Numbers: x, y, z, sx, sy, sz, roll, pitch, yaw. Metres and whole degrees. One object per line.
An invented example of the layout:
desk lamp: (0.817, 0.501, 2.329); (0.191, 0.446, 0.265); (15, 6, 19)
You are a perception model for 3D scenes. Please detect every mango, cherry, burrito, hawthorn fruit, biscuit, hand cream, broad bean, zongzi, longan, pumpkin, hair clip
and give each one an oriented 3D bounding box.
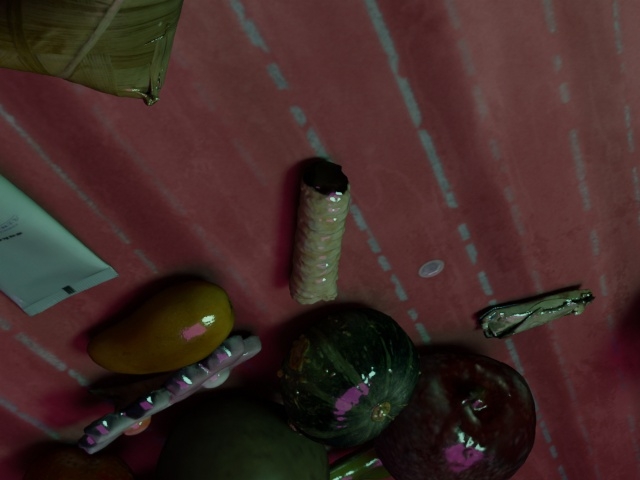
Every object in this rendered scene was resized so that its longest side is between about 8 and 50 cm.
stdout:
mango: (-0.180, 0.109, 1.118); (0.184, 0.084, 0.102); (-28, 144, 17)
cherry: (0.186, 0.271, 1.412); (0.230, 0.202, 0.300); (-7, 155, -22)
burrito: (0.307, 0.104, 1.392); (0.171, 0.042, 0.051); (-17, 146, -11)
hawthorn fruit: (-0.321, 0.377, 1.277); (0.179, 0.200, 0.179); (14, 151, 8)
biscuit: (0.000, 0.000, 1.091); (0.061, 0.055, 0.219); (5, 141, -4)
hand cream: (-0.311, -0.007, 0.935); (0.109, 0.067, 0.320); (-25, 148, 3)
broad bean: (0.057, 0.369, 1.555); (0.325, 0.075, 0.067); (-23, -171, -19)
zongzi: (-0.198, -0.196, 0.722); (0.198, 0.099, 0.194); (6, 136, -22)
longan: (-0.109, 0.329, 1.304); (0.246, 0.215, 0.245); (-1, 96, -11)
pumpkin: (0.037, 0.176, 1.254); (0.190, 0.146, 0.190); (-25, 127, -40)
hair clip: (-0.193, 0.184, 1.211); (0.257, 0.075, 0.146); (-24, 165, 5)
